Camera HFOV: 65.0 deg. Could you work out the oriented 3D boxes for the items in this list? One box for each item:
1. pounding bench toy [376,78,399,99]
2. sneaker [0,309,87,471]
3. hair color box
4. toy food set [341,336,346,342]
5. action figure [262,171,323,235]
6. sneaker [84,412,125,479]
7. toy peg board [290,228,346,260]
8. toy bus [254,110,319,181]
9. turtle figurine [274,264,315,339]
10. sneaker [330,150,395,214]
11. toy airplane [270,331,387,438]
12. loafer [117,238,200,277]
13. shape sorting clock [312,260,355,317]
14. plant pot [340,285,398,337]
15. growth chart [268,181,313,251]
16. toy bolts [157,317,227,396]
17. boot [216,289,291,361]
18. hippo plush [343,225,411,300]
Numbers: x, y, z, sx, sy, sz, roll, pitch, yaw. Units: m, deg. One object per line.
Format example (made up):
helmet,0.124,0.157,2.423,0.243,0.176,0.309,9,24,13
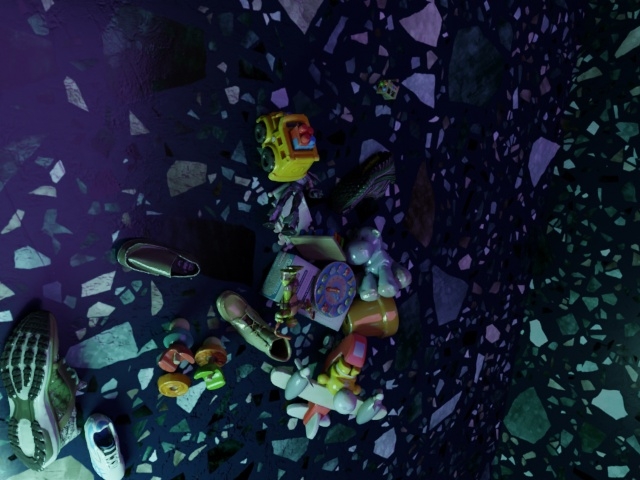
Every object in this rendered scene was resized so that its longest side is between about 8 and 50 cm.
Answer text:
pounding bench toy,0.260,-0.592,1.918,0.065,0.052,0.083,21,87,-41
sneaker,-0.709,0.375,1.324,0.182,0.157,0.411,-17,113,-70
hair color box,-0.039,0.187,1.824,0.347,0.105,0.174,33,78,-40
toy food set,0.126,0.404,2.073,0.082,0.020,0.083,27,83,-41
action figure,-0.087,-0.158,1.675,0.185,0.099,0.285,24,71,-14
sneaker,-0.621,0.613,1.457,0.085,0.086,0.237,-24,117,-35
toy peg board,0.000,0.000,1.768,0.161,0.161,0.079,57,40,-54
toy bus,-0.091,-0.320,1.553,0.149,0.211,0.221,-8,77,-31
turtle figurine,-0.092,0.194,1.657,0.269,0.087,0.218,-13,106,-61
sneaker,0.179,-0.195,1.894,0.343,0.134,0.146,-40,124,-27
toy airplane,0.043,0.571,1.864,0.385,0.272,0.385,-20,107,-13
loafer,-0.456,0.055,1.454,0.251,0.087,0.095,12,93,-41
shape sorting clock,0.055,0.178,1.805,0.206,0.040,0.206,-10,106,-39
plant pot,0.177,0.298,1.990,0.187,0.205,0.205,-12,109,-21
growth chart,-0.104,-0.092,1.757,0.172,0.021,0.238,-30,119,-30
toy bolts,-0.423,0.354,1.561,0.218,0.159,0.229,-20,133,9
boot,-0.213,0.281,1.635,0.095,0.203,0.262,-44,126,-22
hippo plush,0.220,0.065,1.920,0.294,0.234,0.237,-42,123,-28
